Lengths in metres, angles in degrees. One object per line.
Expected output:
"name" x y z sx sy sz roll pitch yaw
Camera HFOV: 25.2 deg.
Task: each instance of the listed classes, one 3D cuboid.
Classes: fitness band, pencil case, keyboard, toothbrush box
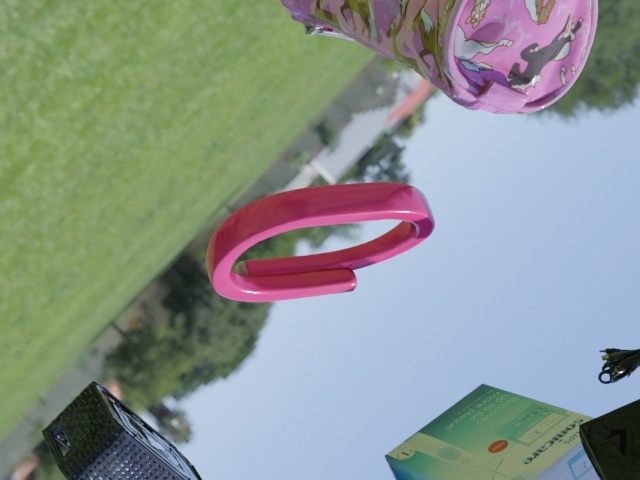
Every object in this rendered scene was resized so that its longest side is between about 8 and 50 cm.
"fitness band" 0.000 0.000 1.740 0.291 0.054 0.209 -7 152 -25
"pencil case" 0.094 -0.240 1.342 0.160 0.167 0.386 -21 -151 -20
"keyboard" 0.473 0.194 1.791 0.317 0.201 0.033 -22 154 -3
"toothbrush box" 0.274 0.345 2.136 0.216 0.126 0.295 -32 -158 -23

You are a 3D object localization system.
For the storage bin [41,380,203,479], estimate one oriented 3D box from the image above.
"storage bin" -0.217 0.257 1.626 0.084 0.180 0.122 -46 -149 -1
